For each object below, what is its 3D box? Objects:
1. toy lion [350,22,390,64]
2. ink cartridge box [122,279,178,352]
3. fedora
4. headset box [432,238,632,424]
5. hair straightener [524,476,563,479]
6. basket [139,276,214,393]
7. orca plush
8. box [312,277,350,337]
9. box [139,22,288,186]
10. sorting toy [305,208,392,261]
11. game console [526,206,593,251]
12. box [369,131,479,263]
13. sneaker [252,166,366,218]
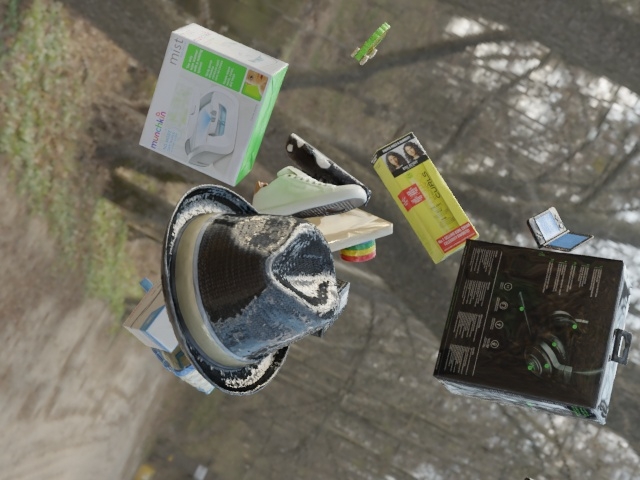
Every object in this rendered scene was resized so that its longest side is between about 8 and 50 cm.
[{"bbox_3d":[0.110,-0.411,1.960,0.096,0.034,0.100,-47,-179,29],"label":"toy lion"},{"bbox_3d":[-0.271,0.126,1.617,0.104,0.060,0.180,-54,-159,-18],"label":"ink cartridge box"},{"bbox_3d":[-0.073,0.054,1.311,0.153,0.334,0.334,-14,-152,23],"label":"fedora"},{"bbox_3d":[0.358,0.147,1.551,0.131,0.283,0.246,44,58,-59],"label":"headset box"},{"bbox_3d":[0.420,0.485,1.747,0.047,0.230,0.089,15,-91,44],"label":"hair straightener"},{"bbox_3d":[-0.347,0.237,2.467,0.201,0.289,0.255,-42,-136,-8],"label":"basket"},{"bbox_3d":[0.003,-0.171,2.555,0.102,0.287,0.151,-55,173,7],"label":"orca plush"},{"bbox_3d":[-0.028,0.147,2.313,0.180,0.147,0.077,-44,146,-60],"label":"box"},{"bbox_3d":[-0.226,-0.288,2.000,0.127,0.231,0.262,-57,171,-64],"label":"box"},{"bbox_3d":[0.000,0.000,2.284,0.255,0.257,0.089,27,-53,54],"label":"sorting toy"},{"bbox_3d":[0.636,-0.030,2.525,0.144,0.124,0.085,-23,176,-44],"label":"game console"},{"bbox_3d":[0.190,-0.078,1.750,0.087,0.232,0.058,-28,171,-16],"label":"box"},{"bbox_3d":[-0.034,-0.112,2.069,0.106,0.290,0.123,15,71,-56],"label":"sneaker"}]
